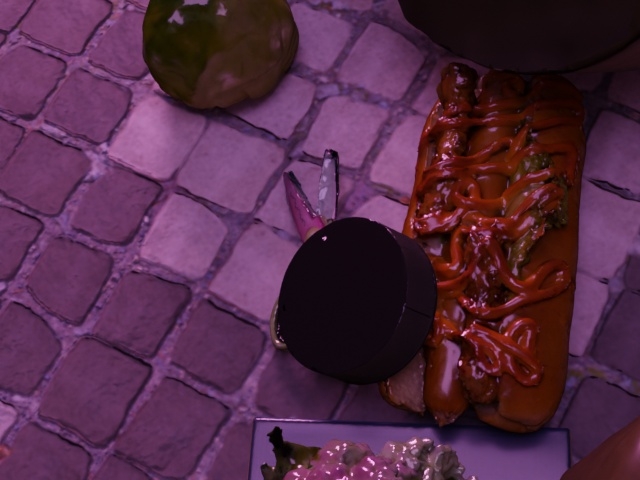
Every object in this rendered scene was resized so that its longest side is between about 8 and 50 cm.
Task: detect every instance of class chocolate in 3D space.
[{"bbox_3d":[0.244,-0.307,1.011,0.314,0.297,0.326,-28,84,40],"label":"chocolate"}]

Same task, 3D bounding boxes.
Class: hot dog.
[{"bbox_3d":[0.145,-0.006,0.987,0.158,0.117,0.348,7,66,14],"label":"hot dog"}]

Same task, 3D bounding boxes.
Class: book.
[{"bbox_3d":[0.069,0.241,0.934,0.269,0.025,0.190,1,64,7],"label":"book"}]

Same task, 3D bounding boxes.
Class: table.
[{"bbox_3d":[0.029,0.049,0.943,0.134,0.043,0.133,-15,64,35],"label":"table"}]

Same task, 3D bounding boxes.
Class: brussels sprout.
[{"bbox_3d":[-0.101,-0.212,1.113,0.149,0.122,0.151,-12,63,4],"label":"brussels sprout"}]

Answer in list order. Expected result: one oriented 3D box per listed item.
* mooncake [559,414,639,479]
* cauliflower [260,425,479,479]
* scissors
[{"bbox_3d":[0.359,0.292,0.739,0.467,0.262,0.466,0,69,1],"label":"mooncake"},{"bbox_3d":[0.044,0.275,0.817,0.315,0.239,0.256,49,52,7],"label":"cauliflower"},{"bbox_3d":[0.000,0.000,1.035,0.134,0.020,0.187,-28,51,27],"label":"scissors"}]
